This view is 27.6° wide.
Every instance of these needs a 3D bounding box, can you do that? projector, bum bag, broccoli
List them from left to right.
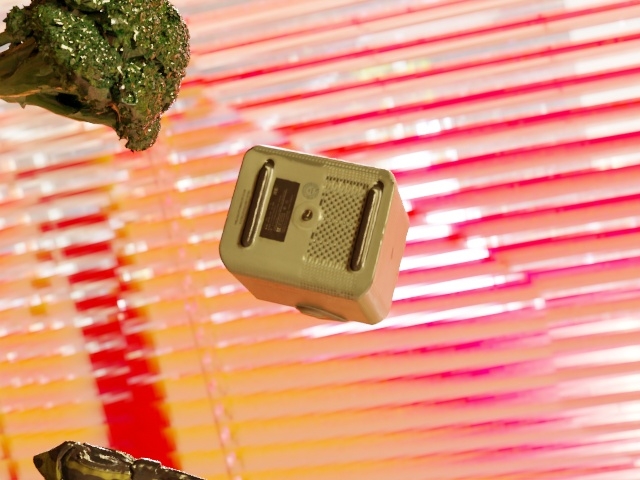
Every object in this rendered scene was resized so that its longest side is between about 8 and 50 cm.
[{"bbox_3d":[-0.314,-0.269,1.759,0.275,0.308,0.308,-13,-167,14],"label":"broccoli"},{"bbox_3d":[-0.219,0.286,1.497,0.232,0.107,0.060,21,-136,-13],"label":"bum bag"},{"bbox_3d":[0.000,0.000,1.493,0.177,0.163,0.242,13,171,12],"label":"projector"}]
